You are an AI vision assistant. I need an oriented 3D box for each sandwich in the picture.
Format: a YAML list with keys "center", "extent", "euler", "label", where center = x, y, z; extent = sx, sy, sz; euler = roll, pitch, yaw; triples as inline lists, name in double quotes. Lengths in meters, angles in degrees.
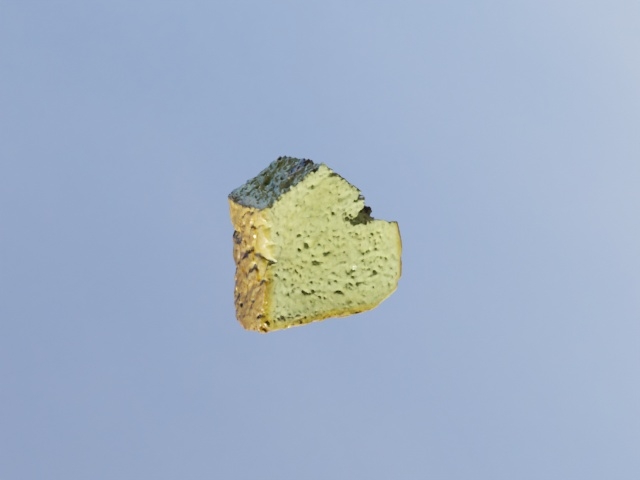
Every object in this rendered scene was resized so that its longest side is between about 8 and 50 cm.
- center: [0.000, 0.000, 0.897]
  extent: [0.105, 0.036, 0.093]
  euler: [-4, -79, -35]
  label: "sandwich"
